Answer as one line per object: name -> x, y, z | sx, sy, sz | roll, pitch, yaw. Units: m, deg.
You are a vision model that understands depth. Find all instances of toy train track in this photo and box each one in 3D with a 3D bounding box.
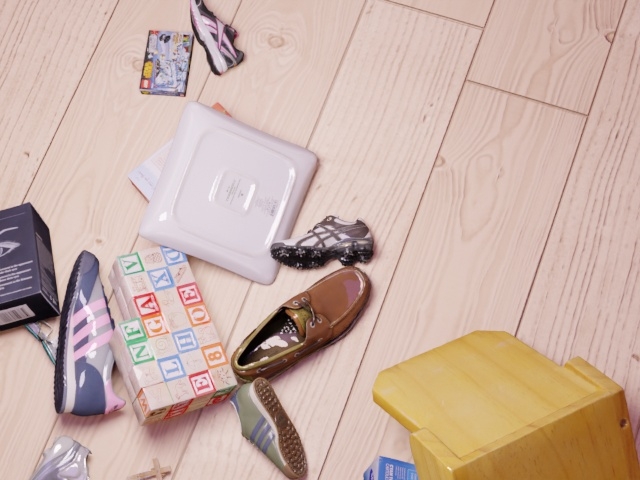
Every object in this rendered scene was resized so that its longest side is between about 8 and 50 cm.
toy train track -> -0.310, 0.423, 1.917 | 0.083, 0.014, 0.048 | -16, 79, 6

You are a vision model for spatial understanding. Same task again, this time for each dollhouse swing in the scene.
dollhouse swing -> 0.296, 0.357, 1.795 | 0.347, 0.305, 0.315 | -20, 104, -24

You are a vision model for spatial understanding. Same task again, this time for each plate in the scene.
plate -> -0.164, -0.089, 1.980 | 0.278, 0.045, 0.277 | 22, 80, -16

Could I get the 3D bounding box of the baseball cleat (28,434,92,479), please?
baseball cleat -> -0.484, 0.454, 1.892 | 0.109, 0.072, 0.206 | 29, 81, 6

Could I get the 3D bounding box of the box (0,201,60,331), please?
box -> -0.588, 0.053, 1.993 | 0.153, 0.108, 0.207 | -15, 60, 1

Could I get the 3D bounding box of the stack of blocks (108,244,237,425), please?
stack of blocks -> -0.291, 0.166, 1.923 | 0.171, 0.087, 0.297 | -13, 68, -29

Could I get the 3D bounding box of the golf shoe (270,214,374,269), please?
golf shoe -> 0.000, 0.000, 1.994 | 0.198, 0.077, 0.094 | -1, 60, -11

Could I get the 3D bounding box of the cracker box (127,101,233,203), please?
cracker box -> -0.236, -0.136, 2.061 | 0.232, 0.067, 0.155 | -40, 74, -9

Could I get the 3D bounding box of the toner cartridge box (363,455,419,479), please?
toner cartridge box -> 0.146, 0.533, 1.711 | 0.165, 0.075, 0.348 | 18, 47, -12

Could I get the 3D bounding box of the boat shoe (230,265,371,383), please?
boat shoe -> -0.029, 0.154, 1.929 | 0.307, 0.104, 0.111 | -42, 73, -8

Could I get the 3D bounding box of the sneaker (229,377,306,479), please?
sneaker -> -0.099, 0.344, 1.902 | 0.086, 0.064, 0.192 | -26, 90, 35

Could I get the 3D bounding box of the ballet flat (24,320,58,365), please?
ballet flat -> -0.517, 0.184, 1.999 | 0.041, 0.041, 0.114 | -40, 74, -8

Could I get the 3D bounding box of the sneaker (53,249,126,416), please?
sneaker -> -0.418, 0.175, 1.976 | 0.131, 0.112, 0.319 | 10, 65, -22

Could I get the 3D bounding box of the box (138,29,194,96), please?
box -> -0.313, -0.362, 2.162 | 0.094, 0.027, 0.137 | 5, 73, 5

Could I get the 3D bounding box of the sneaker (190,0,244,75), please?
sneaker -> -0.211, -0.421, 2.160 | 0.077, 0.072, 0.178 | -21, 79, -14
